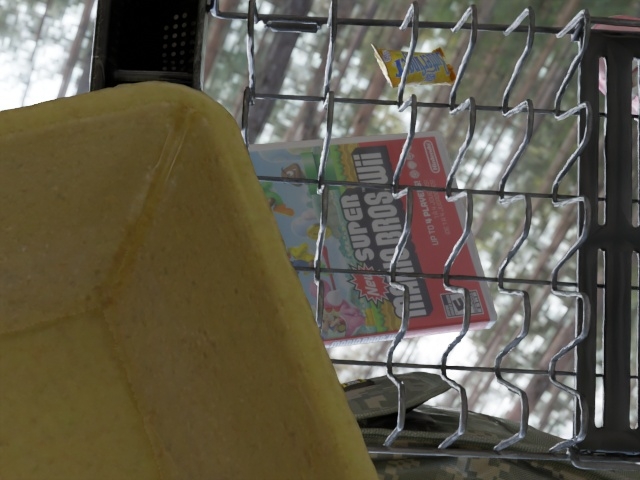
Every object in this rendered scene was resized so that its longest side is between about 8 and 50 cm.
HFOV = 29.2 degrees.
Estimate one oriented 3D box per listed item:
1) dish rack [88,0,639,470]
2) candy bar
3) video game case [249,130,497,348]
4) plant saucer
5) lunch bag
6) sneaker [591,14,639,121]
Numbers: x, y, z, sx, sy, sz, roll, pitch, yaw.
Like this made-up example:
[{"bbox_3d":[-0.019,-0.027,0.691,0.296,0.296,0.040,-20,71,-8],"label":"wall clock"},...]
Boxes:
[{"bbox_3d":[0.046,-0.006,0.486,0.271,0.208,0.074,3,172,-1],"label":"dish rack"},{"bbox_3d":[0.082,-0.152,1.079,0.040,0.018,0.161,63,-154,6],"label":"candy bar"},{"bbox_3d":[0.000,0.000,1.106,0.285,0.025,0.204,-6,-117,-16],"label":"video game case"},{"bbox_3d":[-0.131,0.145,0.297,0.332,0.081,0.333,-15,-111,-20],"label":"plant saucer"},{"bbox_3d":[0.057,0.165,0.722,0.287,0.169,0.235,20,173,-5],"label":"lunch bag"},{"bbox_3d":[0.191,-0.072,0.644,0.134,0.051,0.070,48,-167,11],"label":"sneaker"}]
